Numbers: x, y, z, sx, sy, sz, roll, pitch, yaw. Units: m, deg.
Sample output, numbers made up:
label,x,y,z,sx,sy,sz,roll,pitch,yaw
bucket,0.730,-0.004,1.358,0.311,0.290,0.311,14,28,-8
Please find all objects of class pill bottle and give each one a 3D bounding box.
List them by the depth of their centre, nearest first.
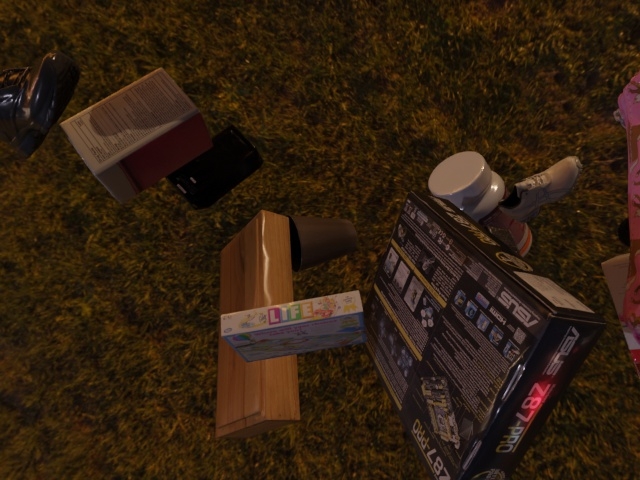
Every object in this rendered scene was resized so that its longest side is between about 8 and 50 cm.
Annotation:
label,x,y,z,sx,sy,sz,roll,pitch,yaw
pill bottle,0.535,-0.096,1.532,0.224,0.224,0.392,-32,125,17

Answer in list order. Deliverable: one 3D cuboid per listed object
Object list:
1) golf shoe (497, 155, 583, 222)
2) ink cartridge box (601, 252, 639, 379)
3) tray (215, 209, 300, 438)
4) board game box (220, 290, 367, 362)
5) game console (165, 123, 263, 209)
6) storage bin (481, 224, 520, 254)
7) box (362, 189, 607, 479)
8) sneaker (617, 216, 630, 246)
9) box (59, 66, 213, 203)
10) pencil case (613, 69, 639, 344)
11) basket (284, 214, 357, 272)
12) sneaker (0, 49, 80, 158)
label,x,y,z,sx,sy,sz,roll,pitch,yaw
golf shoe,0.440,-0.105,0.923,0.086,0.069,0.176,15,134,-24
ink cartridge box,0.602,0.136,0.830,0.078,0.134,0.230,-21,80,43
tray,-0.136,0.164,0.921,0.203,0.076,0.410,-38,46,43
board game box,-0.025,0.104,0.532,0.154,0.103,0.026,-10,59,2
game console,-0.330,-0.254,1.136,0.213,0.044,0.361,-41,76,-15
storage bin,0.472,0.061,1.245,0.122,0.085,0.180,129,142,-48
box,0.196,0.137,0.722,0.097,0.395,0.317,11,112,-20
sneaker,0.575,-0.040,0.696,0.209,0.082,0.069,-28,79,59
box,-0.363,-0.211,0.925,0.232,0.126,0.148,-36,71,-13
pencil case,0.487,-0.045,0.586,0.160,0.167,0.385,7,80,-10
basket,0.000,0.000,1.600,0.154,0.227,0.204,-30,69,61
sneaker,-0.511,-0.239,0.773,0.287,0.130,0.108,-23,45,39
